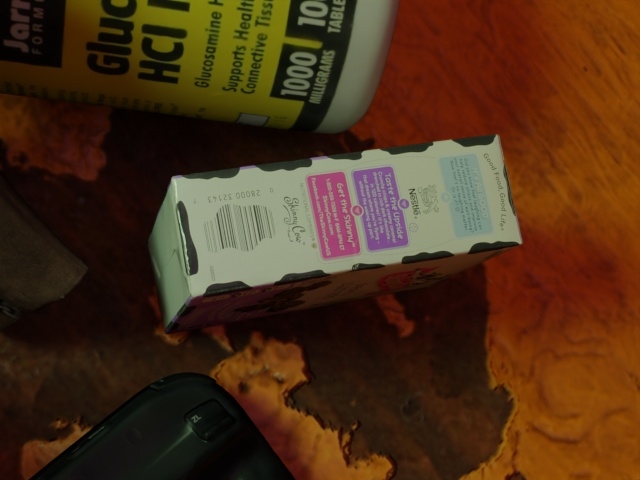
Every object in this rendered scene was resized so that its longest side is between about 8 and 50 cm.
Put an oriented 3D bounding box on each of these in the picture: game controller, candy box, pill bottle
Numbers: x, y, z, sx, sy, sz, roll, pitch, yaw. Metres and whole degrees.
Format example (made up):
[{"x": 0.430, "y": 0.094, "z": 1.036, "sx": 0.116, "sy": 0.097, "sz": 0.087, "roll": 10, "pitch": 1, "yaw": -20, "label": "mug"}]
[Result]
[{"x": -0.145, "y": 0.226, "z": 0.613, "sx": 0.319, "sy": 0.067, "sz": 0.166, "roll": -38, "pitch": 106, "yaw": -22, "label": "game controller"}, {"x": 0.000, "y": 0.000, "z": 0.648, "sx": 0.196, "sy": 0.165, "sz": 0.070, "roll": -9, "pitch": 80, "yaw": -15, "label": "candy box"}, {"x": -0.129, "y": -0.176, "z": 0.644, "sx": 0.333, "sy": 0.188, "sz": 0.188, "roll": 5, "pitch": 77, "yaw": -12, "label": "pill bottle"}]

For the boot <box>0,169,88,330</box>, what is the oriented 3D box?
[{"x": -0.200, "y": -0.053, "z": 0.558, "sx": 0.207, "sy": 0.248, "sz": 0.090, "roll": 43, "pitch": 50, "yaw": -19, "label": "boot"}]
